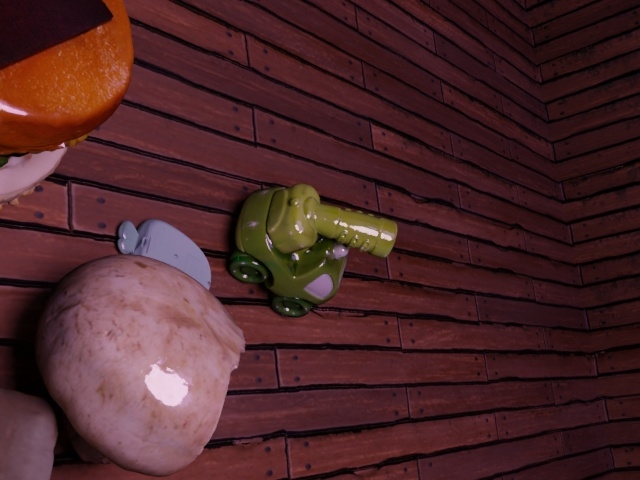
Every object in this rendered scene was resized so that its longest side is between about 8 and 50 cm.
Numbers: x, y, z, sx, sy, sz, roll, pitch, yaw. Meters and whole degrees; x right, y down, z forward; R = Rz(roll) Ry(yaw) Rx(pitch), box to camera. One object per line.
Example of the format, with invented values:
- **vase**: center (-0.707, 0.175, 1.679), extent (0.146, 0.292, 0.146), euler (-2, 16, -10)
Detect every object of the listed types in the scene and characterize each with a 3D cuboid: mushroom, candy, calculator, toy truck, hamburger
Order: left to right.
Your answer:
- **hamburger**: center (-0.326, -0.169, 0.701), extent (0.291, 0.225, 0.290), euler (29, 49, -39)
- **candy**: center (-0.309, 0.241, 0.668), extent (0.104, 0.102, 0.233), euler (31, 52, -44)
- **mushroom**: center (-0.206, 0.116, 0.793), extent (0.189, 0.195, 0.253), euler (45, 10, -18)
- **calculator**: center (-0.194, 0.026, 0.976), extent (0.153, 0.021, 0.095), euler (40, 47, -42)
- **toy truck**: center (-0.021, -0.003, 1.082), extent (0.187, 0.211, 0.148), euler (29, 53, -22)
